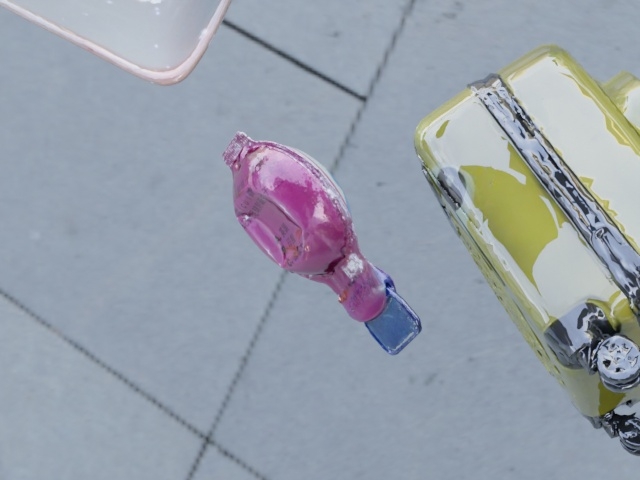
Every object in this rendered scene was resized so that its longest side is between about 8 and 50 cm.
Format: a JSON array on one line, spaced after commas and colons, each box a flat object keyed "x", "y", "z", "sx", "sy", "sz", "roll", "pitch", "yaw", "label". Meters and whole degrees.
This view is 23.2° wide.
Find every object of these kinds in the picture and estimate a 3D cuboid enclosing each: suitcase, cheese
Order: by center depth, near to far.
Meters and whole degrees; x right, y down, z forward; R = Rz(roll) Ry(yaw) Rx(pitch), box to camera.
[{"x": 0.176, "y": -0.002, "z": 1.006, "sx": 0.143, "sy": 0.194, "sz": 0.235, "roll": -33, "pitch": 63, "yaw": 1, "label": "suitcase"}, {"x": 0.000, "y": 0.000, "z": 1.402, "sx": 0.244, "sy": 0.062, "sz": 0.155, "roll": 47, "pitch": 148, "yaw": 7, "label": "cheese"}]

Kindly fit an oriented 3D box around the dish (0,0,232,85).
[{"x": -0.082, "y": -0.197, "z": 0.736, "sx": 0.151, "sy": 0.077, "sz": 0.212, "roll": 27, "pitch": 108, "yaw": 2, "label": "dish"}]
